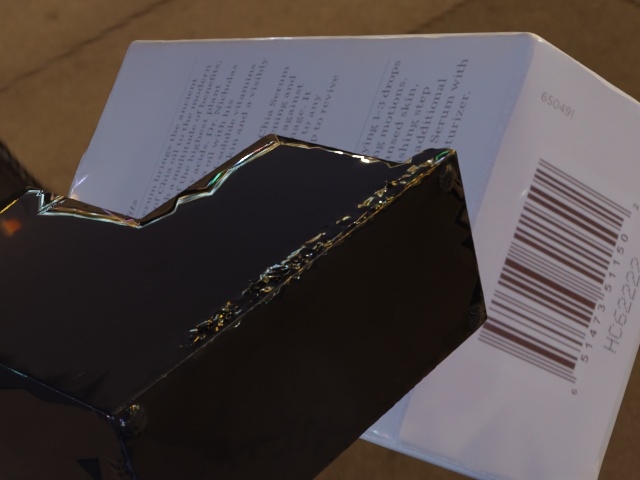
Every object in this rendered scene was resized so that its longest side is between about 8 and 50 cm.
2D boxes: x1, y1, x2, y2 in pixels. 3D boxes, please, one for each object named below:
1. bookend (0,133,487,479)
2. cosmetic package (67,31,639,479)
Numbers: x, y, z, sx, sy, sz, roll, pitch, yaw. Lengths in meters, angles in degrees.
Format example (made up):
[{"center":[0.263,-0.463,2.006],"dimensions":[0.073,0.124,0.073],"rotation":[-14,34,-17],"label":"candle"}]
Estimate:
[{"center":[-0.054,0.022,0.479],"dimensions":[0.157,0.072,0.156],"rotation":[16,41,40],"label":"bookend"},{"center":[0.000,0.000,0.906],"dimensions":[0.453,0.161,0.230],"rotation":[12,79,54],"label":"cosmetic package"}]
